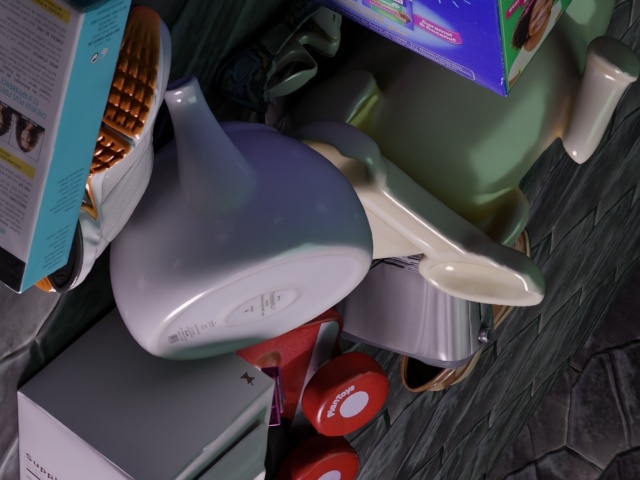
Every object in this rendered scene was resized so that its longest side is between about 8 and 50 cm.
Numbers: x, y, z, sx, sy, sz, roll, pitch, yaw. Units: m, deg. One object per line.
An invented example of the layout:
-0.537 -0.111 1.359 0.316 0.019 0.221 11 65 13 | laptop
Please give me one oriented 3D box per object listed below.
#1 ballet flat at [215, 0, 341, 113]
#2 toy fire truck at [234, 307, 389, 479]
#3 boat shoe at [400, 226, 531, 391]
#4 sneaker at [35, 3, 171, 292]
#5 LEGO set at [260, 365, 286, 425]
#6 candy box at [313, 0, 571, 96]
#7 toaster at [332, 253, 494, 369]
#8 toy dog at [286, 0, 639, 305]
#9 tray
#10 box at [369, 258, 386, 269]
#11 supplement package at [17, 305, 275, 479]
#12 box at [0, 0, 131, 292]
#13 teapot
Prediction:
-0.019 -0.181 1.674 0.188 0.070 0.070 -48 159 -28 | ballet flat
-0.086 0.193 2.004 0.254 0.169 0.302 -11 134 -34 | toy fire truck
0.207 0.100 2.622 0.120 0.122 0.324 -28 145 -51 | boat shoe
-0.171 -0.086 1.417 0.121 0.099 0.262 -46 167 -53 | sneaker
-0.092 0.076 1.826 0.093 0.087 0.227 6 77 -84 | LEGO set
0.052 -0.275 1.379 0.122 0.268 0.317 -57 162 -12 | candy box
0.105 0.050 2.174 0.129 0.227 0.146 -36 134 -51 | toaster
0.157 -0.166 1.796 0.408 0.284 0.395 -58 -170 -15 | toy dog
-0.106 0.301 1.721 0.145 0.030 0.270 -40 155 -39 | tray
0.000 0.000 1.936 0.207 0.114 0.036 -32 148 -54 | box
-0.174 0.224 1.750 0.177 0.175 0.293 -42 156 -35 | supplement package
-0.211 -0.090 1.271 0.060 0.100 0.244 -36 152 -50 | box
-0.085 -0.019 1.601 0.252 0.187 0.256 -2 151 -46 | teapot
